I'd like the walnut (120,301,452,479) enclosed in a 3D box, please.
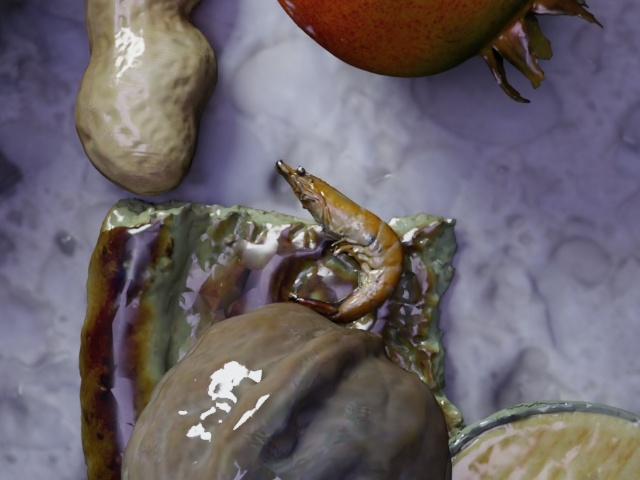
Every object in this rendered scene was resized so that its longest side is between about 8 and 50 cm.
[{"bbox_3d":[-0.019,0.153,1.066,0.224,0.224,0.224,-1,86,10],"label":"walnut"}]

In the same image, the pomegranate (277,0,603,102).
[{"bbox_3d":[0.078,-0.207,1.122,0.221,0.221,0.257,-42,91,5],"label":"pomegranate"}]

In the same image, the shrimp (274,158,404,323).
[{"bbox_3d":[0.000,0.000,1.168,0.091,0.025,0.127,-41,87,-4],"label":"shrimp"}]

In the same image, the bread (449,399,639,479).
[{"bbox_3d":[0.174,0.242,1.133,0.267,0.040,0.267,0,84,-2],"label":"bread"}]

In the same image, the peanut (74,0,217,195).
[{"bbox_3d":[-0.128,-0.146,1.212,0.104,0.085,0.228,2,85,1],"label":"peanut"}]

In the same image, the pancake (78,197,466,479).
[{"bbox_3d":[-0.022,0.157,1.181,0.304,0.067,0.427,-11,82,7],"label":"pancake"}]
